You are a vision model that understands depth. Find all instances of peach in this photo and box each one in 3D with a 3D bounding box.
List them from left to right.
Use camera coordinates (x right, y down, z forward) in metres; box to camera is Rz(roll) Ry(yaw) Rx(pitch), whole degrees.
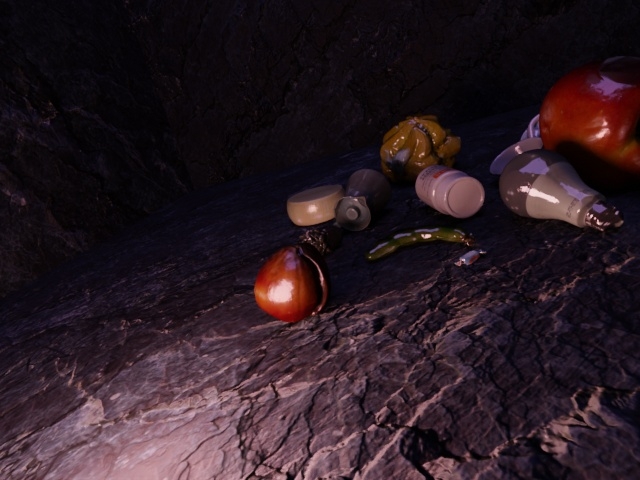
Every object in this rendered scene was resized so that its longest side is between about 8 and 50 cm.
[{"bbox_3d":[0.819,-0.349,1.214,0.336,0.309,0.405,-17,39,10],"label":"peach"}]

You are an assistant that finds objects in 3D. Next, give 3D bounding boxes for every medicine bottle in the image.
[{"bbox_3d":[0.403,-0.156,1.364,0.145,0.144,0.252,-16,19,1],"label":"medicine bottle"}]

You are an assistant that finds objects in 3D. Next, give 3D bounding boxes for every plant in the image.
[{"bbox_3d":[0.000,0.000,1.333,0.095,0.091,0.143,10,22,40],"label":"plant"}]

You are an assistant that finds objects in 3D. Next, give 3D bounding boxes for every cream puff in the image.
[{"bbox_3d":[0.429,-0.419,1.907,0.379,0.275,0.378,-16,16,5],"label":"cream puff"}]

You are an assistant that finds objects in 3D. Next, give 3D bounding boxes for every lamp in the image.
[{"bbox_3d":[0.574,-0.108,1.078,0.182,0.181,0.313,-15,38,4],"label":"lamp"}]

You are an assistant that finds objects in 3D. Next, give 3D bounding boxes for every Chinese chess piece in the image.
[{"bbox_3d":[-0.012,-0.146,1.749,0.251,0.101,0.250,-15,18,5],"label":"Chinese chess piece"}]

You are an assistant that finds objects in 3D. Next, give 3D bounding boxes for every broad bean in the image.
[{"bbox_3d":[0.268,-0.002,1.165,0.292,0.049,0.144,-8,21,23],"label":"broad bean"}]

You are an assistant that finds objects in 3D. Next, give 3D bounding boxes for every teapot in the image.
[{"bbox_3d":[0.135,-0.132,1.524,0.203,0.171,0.225,-43,6,39],"label":"teapot"}]

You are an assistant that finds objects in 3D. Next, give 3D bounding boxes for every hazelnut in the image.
[{"bbox_3d":[-0.059,0.089,0.993,0.178,0.177,0.204,-2,14,37],"label":"hazelnut"}]

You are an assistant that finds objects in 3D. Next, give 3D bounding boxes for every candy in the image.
[{"bbox_3d":[0.355,0.040,1.014,0.083,0.020,0.030,-24,18,-21],"label":"candy"}]

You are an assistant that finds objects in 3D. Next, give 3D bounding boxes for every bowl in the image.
[{"bbox_3d":[0.685,-0.259,1.473,0.189,0.086,0.189,-37,18,14],"label":"bowl"}]

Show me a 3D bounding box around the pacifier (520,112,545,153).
[{"bbox_3d":[0.857,-0.344,1.536,0.279,0.227,0.207,-10,-21,19],"label":"pacifier"}]
